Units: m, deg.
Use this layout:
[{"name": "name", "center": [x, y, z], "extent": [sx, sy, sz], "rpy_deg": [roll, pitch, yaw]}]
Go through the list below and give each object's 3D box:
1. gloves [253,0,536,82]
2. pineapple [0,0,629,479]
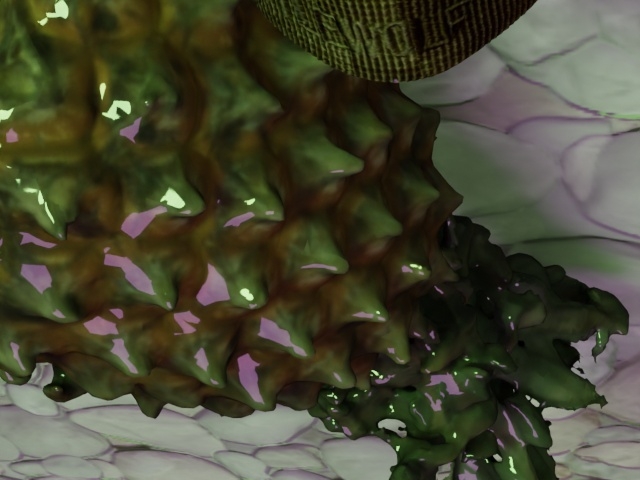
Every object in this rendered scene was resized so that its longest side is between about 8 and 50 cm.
[{"name": "gloves", "center": [0.010, -0.146, 0.312], "extent": [0.141, 0.154, 0.331], "rpy_deg": [7, 159, 4]}, {"name": "pineapple", "center": [0.000, 0.000, 0.594], "extent": [0.175, 0.175, 0.361], "rpy_deg": [-16, 153, 40]}]
